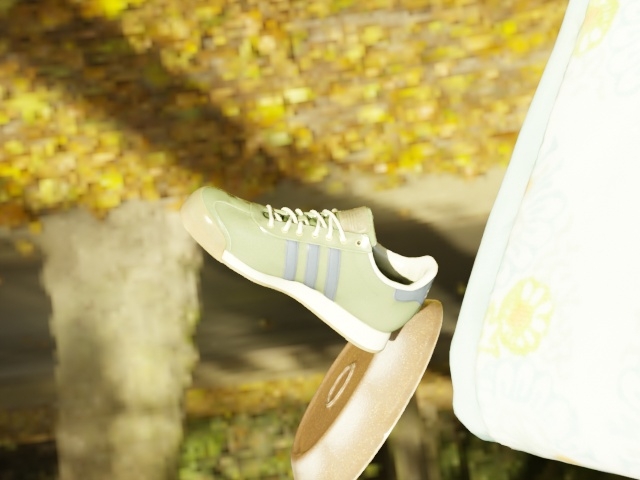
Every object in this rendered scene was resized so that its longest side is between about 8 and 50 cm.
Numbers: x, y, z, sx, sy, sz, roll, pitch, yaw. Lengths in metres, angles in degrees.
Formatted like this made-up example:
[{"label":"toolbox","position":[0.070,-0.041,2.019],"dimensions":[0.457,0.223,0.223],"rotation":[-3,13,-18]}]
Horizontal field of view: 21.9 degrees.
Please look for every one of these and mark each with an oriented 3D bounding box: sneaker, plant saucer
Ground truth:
[{"label":"sneaker","position":[0.000,0.000,1.167],"dimensions":[0.192,0.064,0.086],"rotation":[34,116,-25]},{"label":"plant saucer","position":[0.028,0.124,1.320],"dimensions":[0.036,0.198,0.198],"rotation":[32,162,-7]}]

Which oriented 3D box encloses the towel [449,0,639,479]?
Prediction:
[{"label":"towel","position":[0.218,-0.062,0.800],"dimensions":[0.090,0.374,0.320],"rotation":[22,170,-26]}]
